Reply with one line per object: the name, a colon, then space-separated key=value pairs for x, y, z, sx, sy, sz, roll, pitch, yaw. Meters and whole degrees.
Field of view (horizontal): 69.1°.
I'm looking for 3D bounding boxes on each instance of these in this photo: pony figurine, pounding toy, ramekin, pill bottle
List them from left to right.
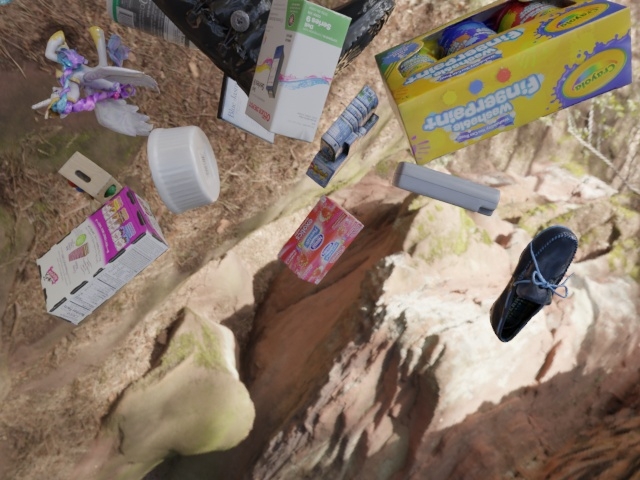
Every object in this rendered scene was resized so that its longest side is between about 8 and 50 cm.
pounding toy: x=-0.595 y=-0.140 z=1.210 sx=0.100 sy=0.141 sz=0.130 roll=-55 pitch=-178 yaw=-13
pony figurine: x=-0.712 y=-0.512 z=1.496 sx=0.350 sy=0.364 sz=0.303 roll=2 pitch=150 yaw=-24
pill bottle: x=-0.444 y=-0.717 z=1.434 sx=0.361 sy=0.204 sz=0.204 roll=15 pitch=109 yaw=-15
ramekin: x=-0.422 y=-0.229 z=1.474 sx=0.135 sy=0.277 sz=0.277 roll=-12 pitch=133 yaw=5

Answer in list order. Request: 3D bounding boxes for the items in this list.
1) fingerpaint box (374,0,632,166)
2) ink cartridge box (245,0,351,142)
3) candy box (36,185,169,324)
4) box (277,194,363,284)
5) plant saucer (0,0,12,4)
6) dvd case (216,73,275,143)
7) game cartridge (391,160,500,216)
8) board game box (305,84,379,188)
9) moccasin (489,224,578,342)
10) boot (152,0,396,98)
fingerpaint box: x=0.372 y=-0.395 z=1.054 sx=0.444 sy=0.371 sz=0.163 roll=-20 pitch=125 yaw=13
ink cartridge box: x=-0.047 y=-0.298 z=0.817 sx=0.093 sy=0.154 sz=0.212 roll=6 pitch=114 yaw=-29
candy box: x=-0.423 y=0.026 z=0.900 sx=0.233 sy=0.159 sz=0.071 roll=-39 pitch=141 yaw=-1
box: x=0.000 y=0.000 z=1.511 sx=0.257 sy=0.128 sz=0.122 roll=-51 pitch=147 yaw=8
plant saucer: x=-0.963 y=-0.759 z=1.379 sx=0.119 sy=0.021 sz=0.119 roll=-36 pitch=167 yaw=-10
dvd case: x=-0.223 y=-0.436 z=1.492 sx=0.253 sy=0.022 sz=0.181 roll=14 pitch=83 yaw=-55
game cartridge: x=0.245 y=-0.104 z=0.928 sx=0.062 sy=0.198 sz=0.297 roll=-68 pitch=167 yaw=11
board game box: x=0.049 y=-0.214 z=1.017 sx=0.194 sy=0.060 sz=0.194 roll=-52 pitch=178 yaw=-5
moccasin: x=0.548 y=0.127 z=1.175 sx=0.117 sy=0.137 sz=0.342 roll=-68 pitch=173 yaw=-58
boot: x=-0.121 y=-0.513 z=0.951 sx=0.367 sy=0.445 sz=0.146 roll=-41 pitch=-176 yaw=10
